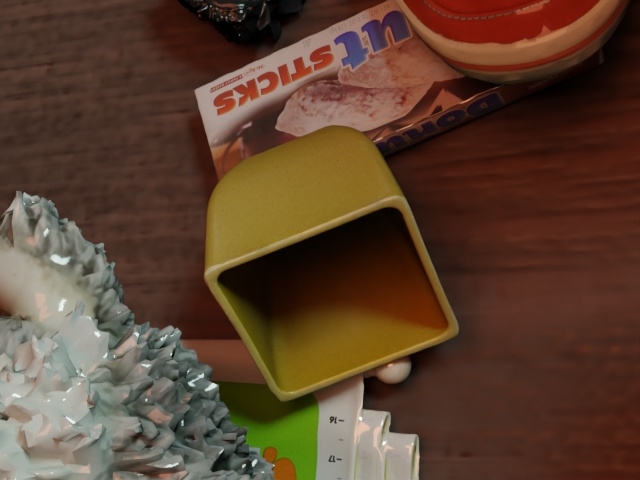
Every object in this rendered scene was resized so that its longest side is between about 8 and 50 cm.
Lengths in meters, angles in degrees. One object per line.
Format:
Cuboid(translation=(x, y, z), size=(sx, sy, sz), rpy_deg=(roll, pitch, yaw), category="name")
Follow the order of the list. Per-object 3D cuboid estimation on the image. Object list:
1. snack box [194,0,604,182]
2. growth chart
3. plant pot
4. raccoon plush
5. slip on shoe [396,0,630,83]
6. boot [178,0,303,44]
Cuboid(translation=(0.031, -0.073, 0.549), size=(0.178, 0.022, 0.064), rpy_deg=(-23, 66, 14), category="snack box")
Cuboid(translation=(-0.030, 0.150, 0.511), size=(0.172, 0.021, 0.237), rpy_deg=(-10, 71, 20), category="growth chart")
Cuboid(translation=(0.000, 0.000, 0.506), size=(0.081, 0.081, 0.083), rpy_deg=(-21, 40, 6), category="plant pot")
Cuboid(translation=(0.039, 0.151, 0.409), size=(0.299, 0.446, 0.216), rpy_deg=(-99, 26, -49), category="raccoon plush")
Cuboid(translation=(0.058, -0.221, 0.518), size=(0.123, 0.101, 0.331), rpy_deg=(-11, 72, 21), category="slip on shoe")
Cuboid(translation=(-0.043, -0.158, 0.593), size=(0.121, 0.045, 0.099), rpy_deg=(40, 91, 22), category="boot")
